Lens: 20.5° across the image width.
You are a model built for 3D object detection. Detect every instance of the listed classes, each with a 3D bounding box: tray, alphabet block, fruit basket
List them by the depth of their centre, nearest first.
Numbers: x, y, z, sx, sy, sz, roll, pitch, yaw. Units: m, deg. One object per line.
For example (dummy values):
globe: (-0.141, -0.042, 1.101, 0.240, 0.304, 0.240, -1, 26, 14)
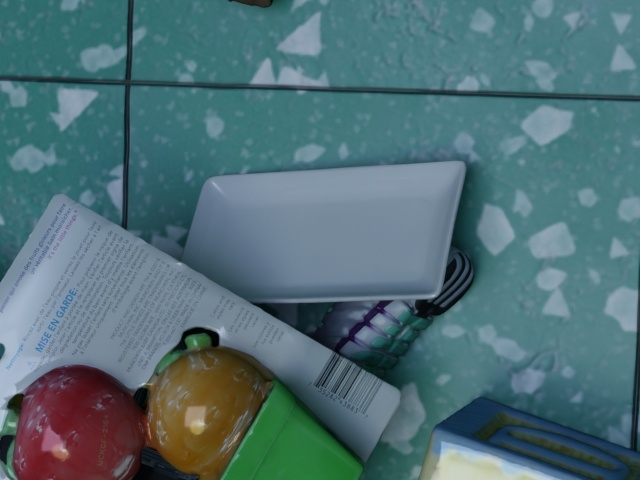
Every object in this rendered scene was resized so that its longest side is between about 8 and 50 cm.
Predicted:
alphabet block: (0.174, 0.267, 1.518, 0.192, 0.193, 0.197, 19, 99, 17)
fruit basket: (-0.158, 0.185, 1.525, 0.353, 0.165, 0.327, 29, 84, 2)
tray: (0.000, 0.000, 1.600, 0.270, 0.030, 0.145, -2, 57, 26)

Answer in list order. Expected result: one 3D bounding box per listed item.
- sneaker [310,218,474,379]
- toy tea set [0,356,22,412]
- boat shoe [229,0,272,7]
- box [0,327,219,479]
sneaker: (0.036, 0.068, 1.622, 0.224, 0.083, 0.098, -42, 61, 9)
toy tea set: (-0.307, 0.190, 1.644, 0.200, 0.124, 0.336, 4, 98, 46)
boat shoe: (-0.026, -0.333, 1.609, 0.095, 0.095, 0.257, 26, 107, 0)
box: (-0.184, 0.188, 1.685, 0.242, 0.076, 0.307, 28, 101, 14)
